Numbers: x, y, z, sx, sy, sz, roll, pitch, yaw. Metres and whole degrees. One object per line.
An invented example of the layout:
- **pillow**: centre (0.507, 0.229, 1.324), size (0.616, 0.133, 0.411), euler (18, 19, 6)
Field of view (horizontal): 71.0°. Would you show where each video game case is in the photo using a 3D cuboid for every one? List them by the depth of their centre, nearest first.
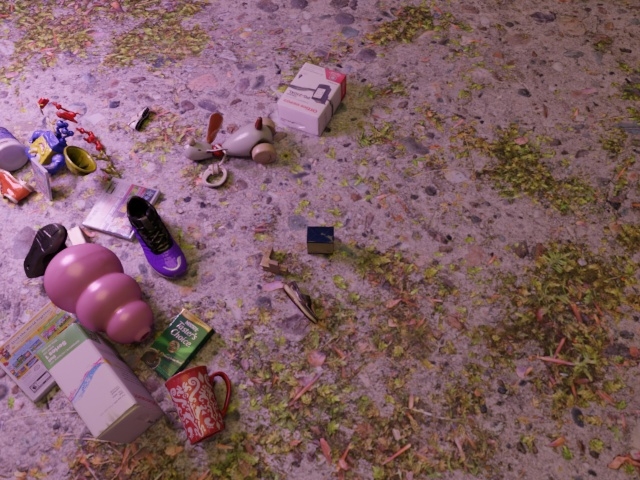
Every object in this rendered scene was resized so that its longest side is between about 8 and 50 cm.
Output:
- **video game case**: centre (-0.778, 0.303, 1.279), size (0.206, 0.026, 0.227), euler (35, 69, 17)
- **video game case**: centre (-0.659, -0.108, 1.494), size (0.184, 0.023, 0.201), euler (16, 63, 9)
- **video game case**: centre (-0.929, -0.203, 1.498), size (0.087, 0.122, 0.011), euler (39, 44, 19)

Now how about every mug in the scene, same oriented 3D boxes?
- **mug**: centre (-0.303, 0.418, 1.161), size (0.151, 0.113, 0.169), euler (-25, 68, -9)

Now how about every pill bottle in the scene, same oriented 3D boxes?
- **pill bottle**: centre (-1.128, -0.338, 1.575), size (0.187, 0.112, 0.112), euler (39, 70, 19)

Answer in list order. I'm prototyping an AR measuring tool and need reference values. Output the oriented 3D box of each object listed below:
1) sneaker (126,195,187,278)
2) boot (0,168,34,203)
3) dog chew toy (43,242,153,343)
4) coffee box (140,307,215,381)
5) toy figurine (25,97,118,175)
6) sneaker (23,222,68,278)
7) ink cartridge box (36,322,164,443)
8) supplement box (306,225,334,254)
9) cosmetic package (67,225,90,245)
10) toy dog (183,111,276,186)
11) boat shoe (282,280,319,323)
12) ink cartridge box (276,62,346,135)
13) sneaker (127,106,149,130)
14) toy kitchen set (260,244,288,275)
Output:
- **sneaker**: centre (-0.510, -0.017, 1.361), size (0.102, 0.146, 0.293), euler (-32, 72, -21)
- **boot**: centre (-1.065, -0.186, 1.526), size (0.158, 0.059, 0.084), euler (28, 71, 14)
- **dog chew toy**: centre (-0.604, 0.159, 1.260), size (0.332, 0.206, 0.206), euler (39, 69, 11)
- **coffee box**: centre (-0.401, 0.293, 1.266), size (0.113, 0.040, 0.184), euler (33, 68, 17)
- **toy figurine**: centre (-0.904, -0.290, 1.562), size (0.217, 0.191, 0.362), euler (-42, 74, 14)
- **sneaker**: centre (-0.780, 0.026, 1.340), size (0.087, 0.227, 0.130), euler (53, 30, 18)
- **ink cartridge box**: centre (-0.550, 0.366, 1.140), size (0.117, 0.201, 0.278), euler (-42, 69, -18)
- **supplement box**: centre (0.000, 0.000, 1.388), size (0.084, 0.083, 0.056), euler (1, 62, 2)
- **cosmetic package**: centre (-0.747, 0.017, 1.409), size (0.041, 0.060, 0.115), euler (-30, 64, -15)
- **toy dog**: centre (-0.302, -0.348, 1.534), size (0.334, 0.161, 0.220), euler (-26, 65, -12)
- **boat shoe**: centre (-0.050, 0.177, 1.312), size (0.049, 0.056, 0.152), euler (-39, 68, -12)
- **ink cartridge box**: centre (-0.030, -0.522, 1.655), size (0.172, 0.100, 0.237), euler (22, 65, 13)
- **sneaker**: centre (-0.676, -0.459, 1.670), size (0.044, 0.040, 0.109), euler (18, 64, 13)
- **toy kitchen set**: centre (-0.134, 0.054, 1.371), size (0.084, 0.068, 0.075), euler (13, 63, 8)
